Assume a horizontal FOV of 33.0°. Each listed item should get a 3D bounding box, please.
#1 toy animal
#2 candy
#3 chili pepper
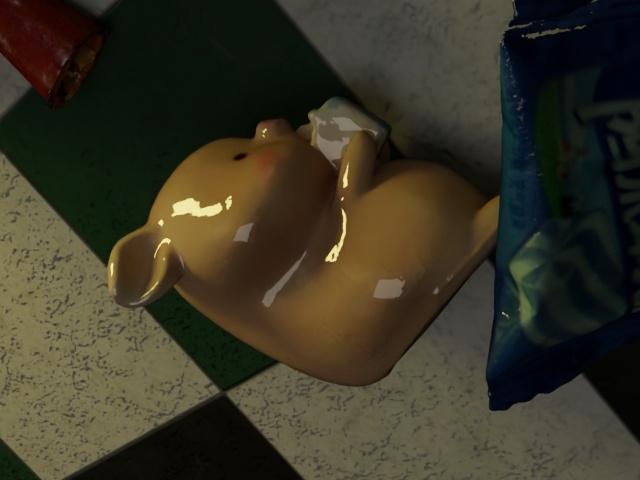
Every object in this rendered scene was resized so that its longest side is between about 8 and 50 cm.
[{"bbox_3d":[-0.003,-0.003,0.847,0.256,0.195,0.213,30,105,9],"label":"toy animal"},{"bbox_3d":[0.194,-0.032,0.747,0.077,0.187,0.331,44,145,49],"label":"candy"},{"bbox_3d":[-0.273,-0.195,0.937,0.169,0.065,0.088,37,114,6],"label":"chili pepper"}]
